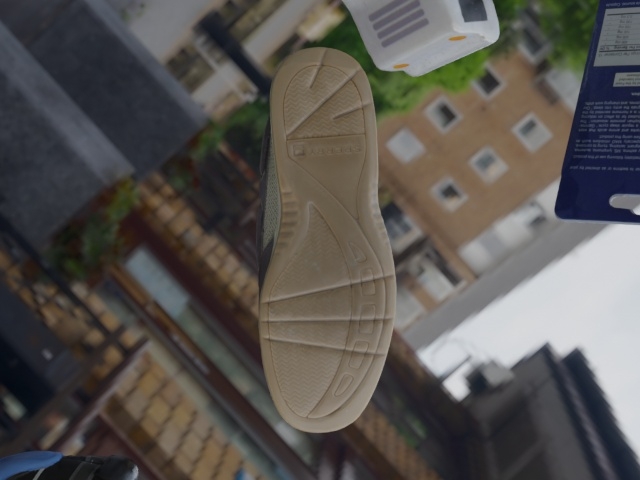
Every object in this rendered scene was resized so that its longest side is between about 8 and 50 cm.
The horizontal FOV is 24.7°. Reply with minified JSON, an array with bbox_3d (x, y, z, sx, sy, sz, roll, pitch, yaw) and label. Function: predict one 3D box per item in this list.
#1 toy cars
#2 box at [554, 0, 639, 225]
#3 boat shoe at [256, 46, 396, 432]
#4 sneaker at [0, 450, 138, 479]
[{"bbox_3d":[0.043,-0.273,0.749,0.087,0.176,0.394,-11,126,-32],"label":"toy cars"},{"bbox_3d":[0.253,-0.110,1.047,0.136,0.036,0.225,4,-109,37],"label":"box"},{"bbox_3d":[0.000,0.000,1.112,0.102,0.285,0.092,-3,179,-4],"label":"boat shoe"},{"bbox_3d":[-0.057,0.152,0.457,0.078,0.188,0.067,-16,-169,13],"label":"sneaker"}]
